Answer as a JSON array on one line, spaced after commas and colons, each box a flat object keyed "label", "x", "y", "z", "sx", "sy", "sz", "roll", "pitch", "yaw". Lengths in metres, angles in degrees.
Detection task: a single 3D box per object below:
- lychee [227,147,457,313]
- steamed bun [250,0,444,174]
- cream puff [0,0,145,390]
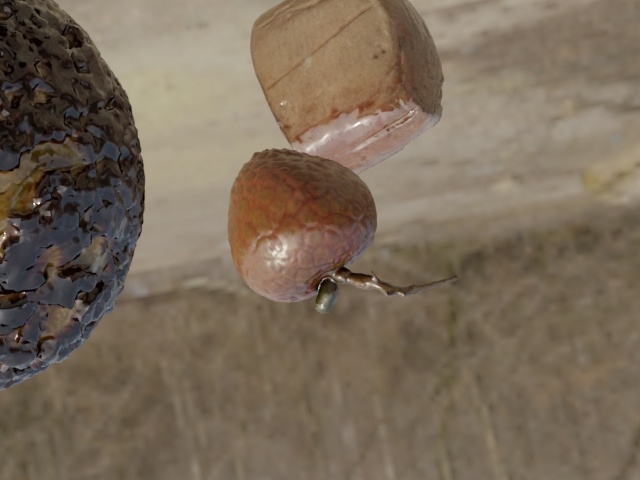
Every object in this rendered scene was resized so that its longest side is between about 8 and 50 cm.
[{"label": "lychee", "x": -0.004, "y": -0.005, "z": 1.348, "sx": 0.114, "sy": 0.140, "sz": 0.101, "roll": -39, "pitch": 142, "yaw": -6}, {"label": "steamed bun", "x": 0.029, "y": -0.141, "z": 1.668, "sx": 0.145, "sy": 0.175, "sz": 0.106, "roll": -29, "pitch": 146, "yaw": 18}, {"label": "cream puff", "x": -0.206, "y": -0.028, "z": 0.978, "sx": 0.239, "sy": 0.239, "sz": 0.165, "roll": -13, "pitch": -158, "yaw": 27}]
